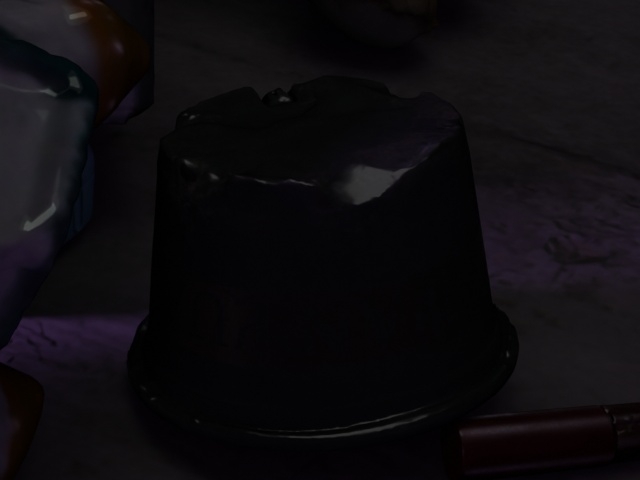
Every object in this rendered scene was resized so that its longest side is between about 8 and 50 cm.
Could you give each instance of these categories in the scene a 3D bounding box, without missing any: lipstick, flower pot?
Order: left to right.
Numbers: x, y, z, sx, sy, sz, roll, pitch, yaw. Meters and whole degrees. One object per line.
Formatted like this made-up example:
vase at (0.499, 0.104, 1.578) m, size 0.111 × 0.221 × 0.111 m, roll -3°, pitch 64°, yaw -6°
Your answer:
flower pot at (0.000, 0.000, 0.782) m, size 0.157 × 0.107 × 0.157 m, roll -1°, pitch 23°, yaw 0°
lipstick at (0.133, 0.073, 0.782) m, size 0.176 × 0.027 × 0.027 m, roll -5°, pitch 33°, yaw -16°

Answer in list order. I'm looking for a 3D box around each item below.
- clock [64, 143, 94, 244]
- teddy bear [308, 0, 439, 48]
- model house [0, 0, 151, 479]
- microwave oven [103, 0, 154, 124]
clock at (-0.182, -0.027, 0.882) m, size 0.147 × 0.045 × 0.108 m, roll 18°, pitch 33°, yaw 21°
teddy bear at (0.030, -0.244, 1.136) m, size 0.267 × 0.156 × 0.256 m, roll 51°, pitch 19°, yaw 9°
model house at (-0.187, -0.017, 0.717) m, size 0.301 × 0.190 × 0.271 m, roll -17°, pitch 59°, yaw -46°
microwave oven at (-0.304, -0.199, 0.911) m, size 0.432 × 0.236 × 0.374 m, roll -3°, pitch 22°, yaw -10°
